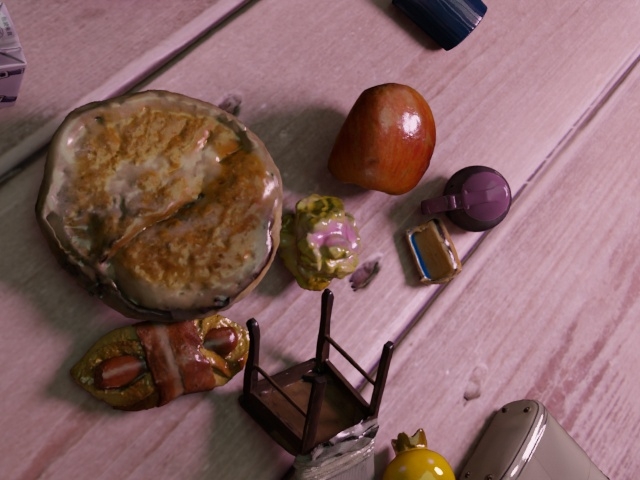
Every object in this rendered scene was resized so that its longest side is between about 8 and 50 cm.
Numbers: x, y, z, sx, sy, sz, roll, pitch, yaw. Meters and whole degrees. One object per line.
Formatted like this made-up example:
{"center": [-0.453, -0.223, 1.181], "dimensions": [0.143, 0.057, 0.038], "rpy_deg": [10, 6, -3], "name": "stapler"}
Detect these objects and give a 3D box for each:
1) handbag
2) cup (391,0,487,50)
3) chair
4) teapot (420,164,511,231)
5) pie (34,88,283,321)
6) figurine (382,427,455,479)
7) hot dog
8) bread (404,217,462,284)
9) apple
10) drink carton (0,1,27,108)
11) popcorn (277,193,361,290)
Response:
{"center": [0.369, 0.429, 1.363], "dimensions": [0.315, 0.109, 0.241], "rpy_deg": [52, 60, -19], "name": "handbag"}
{"center": [0.226, -0.440, 1.526], "dimensions": [0.138, 0.113, 0.150], "rpy_deg": [41, 63, -12], "name": "cup"}
{"center": [-0.006, 0.256, 1.187], "dimensions": [0.160, 0.319, 0.186], "rpy_deg": [-20, 40, -33], "name": "chair"}
{"center": [0.251, -0.077, 1.400], "dimensions": [0.148, 0.146, 0.116], "rpy_deg": [19, 91, 2], "name": "teapot"}
{"center": [-0.213, -0.049, 1.135], "dimensions": [0.339, 0.077, 0.339], "rpy_deg": [1, 79, -7], "name": "pie"}
{"center": [0.163, 0.408, 1.236], "dimensions": [0.127, 0.185, 0.234], "rpy_deg": [-30, 51, 7], "name": "figurine"}
{"center": [-0.198, 0.156, 1.137], "dimensions": [0.261, 0.093, 0.123], "rpy_deg": [-18, 78, -29], "name": "hot dog"}
{"center": [0.188, 0.021, 1.393], "dimensions": [0.072, 0.053, 0.106], "rpy_deg": [-22, 81, 13], "name": "bread"}
{"center": [0.102, -0.162, 1.329], "dimensions": [0.160, 0.195, 0.173], "rpy_deg": [12, 96, 5], "name": "apple"}
{"center": [-0.505, -0.221, 1.078], "dimensions": [0.222, 0.134, 0.102], "rpy_deg": [-20, 81, -31], "name": "drink carton"}
{"center": [0.000, 0.000, 1.272], "dimensions": [0.125, 0.126, 0.145], "rpy_deg": [12, 41, -38], "name": "popcorn"}
